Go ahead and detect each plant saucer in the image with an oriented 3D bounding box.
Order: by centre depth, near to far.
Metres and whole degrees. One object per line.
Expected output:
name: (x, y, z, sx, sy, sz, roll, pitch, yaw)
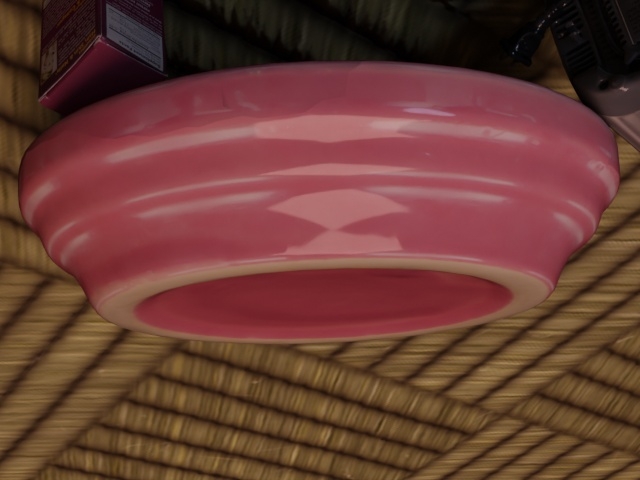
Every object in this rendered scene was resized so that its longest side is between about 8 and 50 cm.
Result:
plant saucer: (0.000, 0.000, 0.621, 0.332, 0.084, 0.332, -2, 166, 0)

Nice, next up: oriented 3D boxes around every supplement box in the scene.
supplement box: (-0.111, -0.106, 0.564, 0.043, 0.083, 0.055, 27, 130, -37)

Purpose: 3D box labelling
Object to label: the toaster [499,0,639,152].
toaster: (0.228, -0.114, 0.591, 0.227, 0.129, 0.146, -31, 140, 27)
